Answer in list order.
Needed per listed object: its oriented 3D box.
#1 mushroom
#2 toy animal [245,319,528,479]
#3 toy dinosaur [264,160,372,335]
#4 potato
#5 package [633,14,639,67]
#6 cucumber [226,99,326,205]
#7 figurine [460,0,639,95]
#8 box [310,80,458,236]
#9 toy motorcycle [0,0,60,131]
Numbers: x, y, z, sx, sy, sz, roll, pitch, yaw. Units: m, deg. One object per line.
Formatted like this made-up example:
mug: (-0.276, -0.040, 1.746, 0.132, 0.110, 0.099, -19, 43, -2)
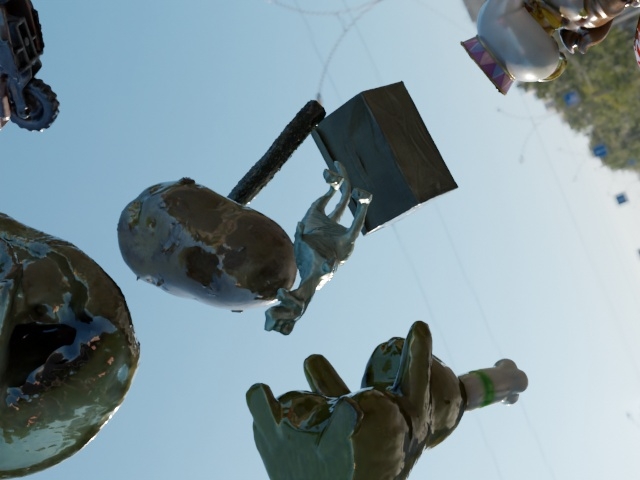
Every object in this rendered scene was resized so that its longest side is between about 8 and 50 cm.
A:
mushroom: (-0.320, 0.083, 1.018, 0.217, 0.211, 0.292, -118, 19, -51)
toy animal: (0.081, 0.182, 1.046, 0.363, 0.181, 0.181, -29, -79, -49)
toy dinosaur: (0.021, -0.037, 1.012, 0.076, 0.129, 0.383, 32, -145, 0)
potato: (-0.150, 0.014, 1.222, 0.165, 0.262, 0.165, -56, -20, -32)
package: (0.305, -0.265, 0.566, 0.196, 0.123, 0.424, 18, -90, -73)
cucumber: (-0.077, -0.142, 1.545, 0.043, 0.044, 0.257, 44, -108, -13)
figurine: (0.325, -0.320, 1.241, 0.189, 0.263, 0.142, 34, -157, -43)
box: (0.115, -0.153, 1.683, 0.155, 0.149, 0.231, -22, -96, -50)
toy motorcycle: (-0.365, -0.216, 0.995, 0.084, 0.118, 0.213, -77, -19, -54)
